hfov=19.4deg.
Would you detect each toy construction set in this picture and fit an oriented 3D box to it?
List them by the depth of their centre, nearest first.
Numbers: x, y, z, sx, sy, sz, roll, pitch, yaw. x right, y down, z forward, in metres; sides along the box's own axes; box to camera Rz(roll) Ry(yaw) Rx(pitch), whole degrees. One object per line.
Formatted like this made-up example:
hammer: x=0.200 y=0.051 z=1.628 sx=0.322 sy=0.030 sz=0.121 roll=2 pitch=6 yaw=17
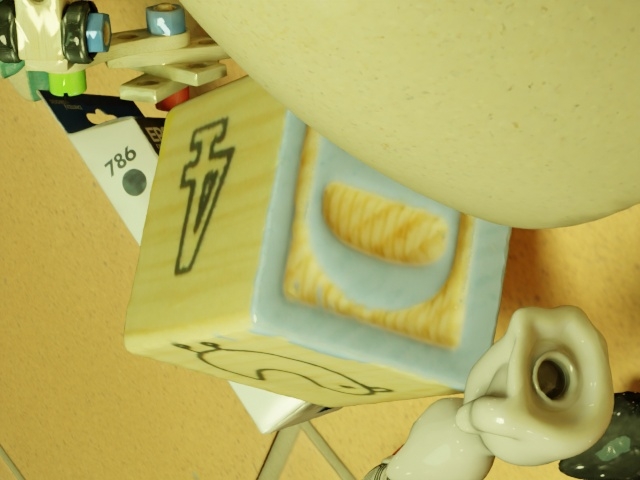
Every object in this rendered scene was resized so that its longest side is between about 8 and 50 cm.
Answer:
toy construction set: x=-0.182 y=-0.240 z=1.445 sx=0.151 sy=0.215 sz=0.327 roll=-12 pitch=109 yaw=13

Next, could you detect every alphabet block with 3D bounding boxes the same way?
alphabet block: x=0.000 y=0.000 z=1.296 sx=0.197 sy=0.192 sz=0.193 roll=-15 pitch=59 yaw=59

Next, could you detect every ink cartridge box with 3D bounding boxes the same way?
ink cartridge box: x=-0.084 y=-0.004 z=1.505 sx=0.065 sy=0.165 sz=0.332 roll=-39 pitch=79 yaw=19

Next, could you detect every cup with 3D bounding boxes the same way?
cup: x=0.041 y=-0.186 z=0.868 sx=0.331 sy=0.237 sz=0.331 roll=-16 pitch=69 yaw=48

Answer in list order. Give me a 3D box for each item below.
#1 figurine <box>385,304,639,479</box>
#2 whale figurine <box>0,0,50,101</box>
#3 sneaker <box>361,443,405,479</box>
figurine: x=0.164 y=0.116 z=1.195 sx=0.209 sy=0.215 sz=0.092 roll=130 pitch=136 yaw=-61
whale figurine: x=-0.248 y=-0.233 z=1.622 sx=0.272 sy=0.141 sz=0.216 roll=79 pitch=-172 yaw=-59
sneaker: x=0.086 y=0.284 z=1.538 sx=0.088 sy=0.093 sz=0.225 roll=-15 pitch=101 yaw=59
